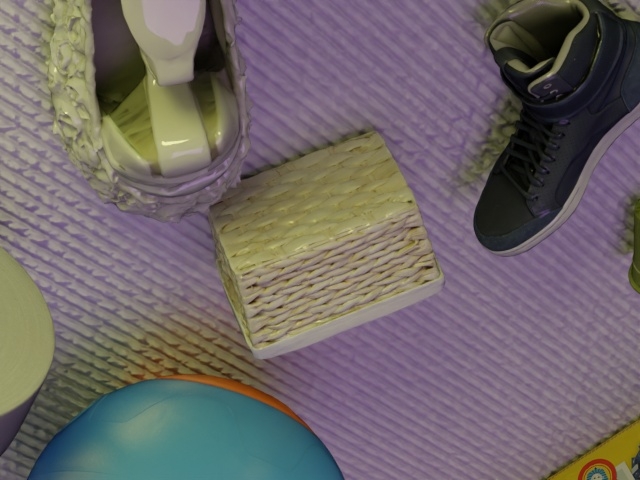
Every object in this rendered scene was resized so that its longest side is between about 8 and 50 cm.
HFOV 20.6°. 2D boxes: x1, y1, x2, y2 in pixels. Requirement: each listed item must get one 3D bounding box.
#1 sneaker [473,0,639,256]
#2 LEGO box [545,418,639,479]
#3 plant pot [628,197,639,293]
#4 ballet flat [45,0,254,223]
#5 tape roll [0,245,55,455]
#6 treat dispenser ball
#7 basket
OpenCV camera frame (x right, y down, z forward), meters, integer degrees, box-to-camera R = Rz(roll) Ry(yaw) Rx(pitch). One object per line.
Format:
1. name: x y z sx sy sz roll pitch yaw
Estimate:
1. sneaker: 0.162 -0.093 1.375 0.163 0.086 0.226 15 117 -50
2. LEGO box: 0.398 0.377 1.787 0.500 0.372 0.193 -35 138 11
3. plant pot: 0.312 -0.002 1.574 0.083 0.083 0.079 -21 128 -5
4. ballet flat: -0.115 -0.126 1.178 0.147 0.147 0.409 -16 140 -10
5. tape roll: -0.298 0.067 1.211 0.219 0.219 0.072 6 131 -31
6. treat dispenser ball: -0.112 0.255 1.464 0.288 0.288 0.288 -14 138 -13
7. basket: 0.000 0.000 1.387 0.167 0.113 0.103 -20 135 -5
